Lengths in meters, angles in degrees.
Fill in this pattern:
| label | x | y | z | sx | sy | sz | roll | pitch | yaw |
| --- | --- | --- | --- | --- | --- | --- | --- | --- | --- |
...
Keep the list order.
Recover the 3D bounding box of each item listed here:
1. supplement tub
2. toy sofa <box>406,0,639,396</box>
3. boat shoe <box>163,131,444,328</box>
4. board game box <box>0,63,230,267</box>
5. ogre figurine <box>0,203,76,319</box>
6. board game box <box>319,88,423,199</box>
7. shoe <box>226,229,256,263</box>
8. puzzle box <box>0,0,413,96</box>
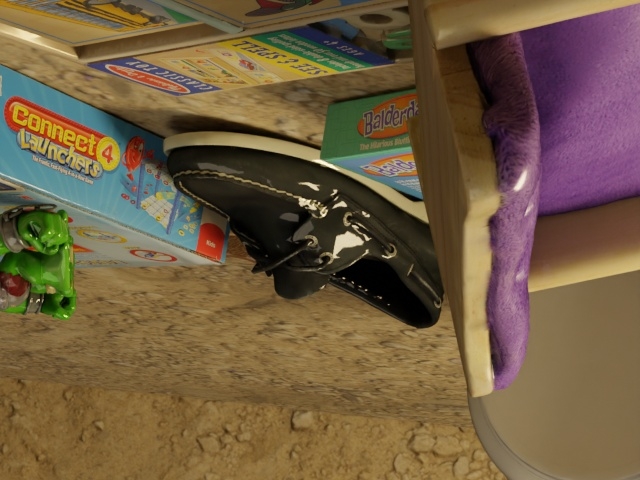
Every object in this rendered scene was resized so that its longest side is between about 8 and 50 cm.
| label | x | y | z | sx | sy | sz | roll | pitch | yaw |
| --- | --- | --- | --- | --- | --- | --- | --- | --- | --- |
| supplement tub | 0.270 | 0.152 | 1.603 | 0.241 | 0.241 | 0.331 | 5 | 167 | 13 |
| toy sofa | 0.122 | -0.059 | 0.781 | 0.150 | 0.177 | 0.362 | -13 | 159 | 1 |
| boat shoe | -0.003 | 0.000 | 1.404 | 0.127 | 0.113 | 0.340 | -2 | 164 | 39 |
| board game box | -0.284 | -0.054 | 1.412 | 0.308 | 0.086 | 0.302 | -2 | 164 | 38 |
| ogre figurine | -0.257 | 0.022 | 1.319 | 0.118 | 0.097 | 0.197 | -2 | 180 | -7 |
| board game box | 0.130 | -0.058 | 1.215 | 0.210 | 0.047 | 0.160 | 19 | 164 | -41 |
| shoe | -0.055 | -0.012 | 1.538 | 0.219 | 0.058 | 0.076 | 8 | 148 | -13 |
| puzzle box | -0.113 | -0.155 | 0.836 | 0.272 | 0.052 | 0.409 | -3 | 169 | 39 |
